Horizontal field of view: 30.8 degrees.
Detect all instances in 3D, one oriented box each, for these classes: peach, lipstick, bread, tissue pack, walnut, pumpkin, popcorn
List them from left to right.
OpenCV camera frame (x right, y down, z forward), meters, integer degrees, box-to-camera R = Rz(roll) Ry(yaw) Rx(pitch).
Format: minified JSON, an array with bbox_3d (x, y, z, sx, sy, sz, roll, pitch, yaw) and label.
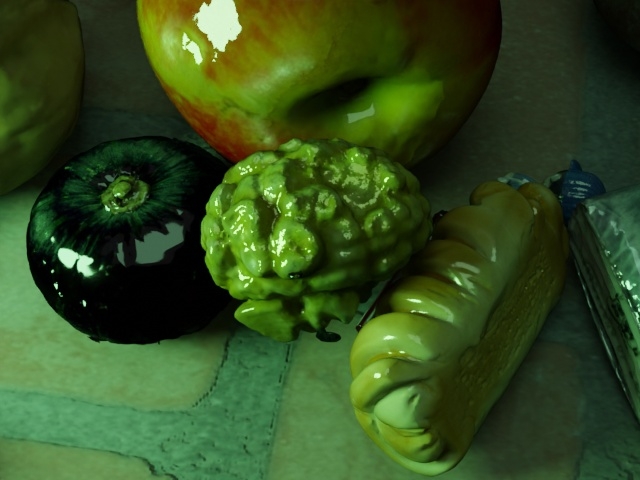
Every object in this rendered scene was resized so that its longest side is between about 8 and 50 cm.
[{"bbox_3d":[-0.440,-0.206,1.234,0.383,0.383,0.383,-1,58,2],"label":"walnut"},{"bbox_3d":[-0.184,-0.001,1.193,0.233,0.163,0.233,-1,56,2],"label":"pumpkin"},{"bbox_3d":[-0.010,-0.244,1.229,0.388,0.388,0.388,-1,58,2],"label":"peach"},{"bbox_3d":[-0.003,-0.001,1.081,0.218,0.189,0.169,-4,57,-14],"label":"popcorn"},{"bbox_3d":[0.092,0.033,1.241,0.027,0.027,0.176,27,61,18],"label":"lipstick"},{"bbox_3d":[0.137,0.072,1.134,0.121,0.173,0.311,12,50,38],"label":"bread"},{"bbox_3d":[0.455,0.035,1.159,0.361,0.122,0.259,-16,67,-7],"label":"tissue pack"}]

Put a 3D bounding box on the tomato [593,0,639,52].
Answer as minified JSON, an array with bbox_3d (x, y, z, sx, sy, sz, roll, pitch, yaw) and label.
[{"bbox_3d":[0.456,-0.346,1.324,0.316,0.282,0.317,-6,71,17],"label":"tomato"}]

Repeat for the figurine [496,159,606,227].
[{"bbox_3d":[0.240,-0.043,1.255,0.136,0.079,0.077,-7,99,-7],"label":"figurine"}]
